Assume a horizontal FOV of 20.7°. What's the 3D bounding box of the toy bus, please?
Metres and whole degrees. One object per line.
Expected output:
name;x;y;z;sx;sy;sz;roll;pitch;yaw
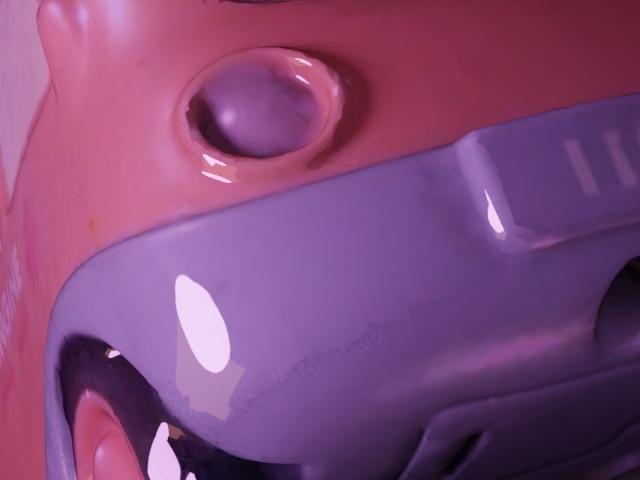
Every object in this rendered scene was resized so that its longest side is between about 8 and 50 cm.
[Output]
toy bus;0.000;0.000;0.472;0.288;0.194;0.232;117;137;-57
